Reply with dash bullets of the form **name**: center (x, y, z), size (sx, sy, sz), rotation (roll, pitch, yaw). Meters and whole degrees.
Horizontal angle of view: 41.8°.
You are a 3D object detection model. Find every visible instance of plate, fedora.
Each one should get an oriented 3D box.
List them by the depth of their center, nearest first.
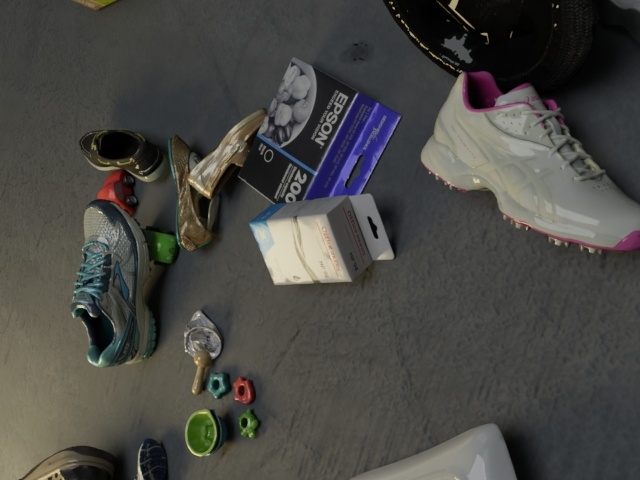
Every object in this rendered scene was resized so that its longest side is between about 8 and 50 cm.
- **fedora**: center (0.207, -0.320, 0.950), size (0.152, 0.334, 0.334), rotation (-47, 48, -15)
- **plate**: center (0.133, 0.380, 0.959), size (0.277, 0.045, 0.277), rotation (-36, 59, 43)

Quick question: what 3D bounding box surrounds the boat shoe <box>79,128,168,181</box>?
- **boat shoe**: center (-0.365, -0.167, 1.501), size (0.228, 0.068, 0.081), rotation (18, 69, 39)

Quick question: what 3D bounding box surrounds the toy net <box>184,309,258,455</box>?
- **toy net**: center (-0.169, 0.207, 1.287), size (0.122, 0.045, 0.232), rotation (-33, 61, 32)

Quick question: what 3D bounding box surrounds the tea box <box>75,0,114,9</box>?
- **tea box**: center (-0.399, -0.654, 1.539), size (0.324, 0.220, 0.328), rotation (-8, 76, 39)

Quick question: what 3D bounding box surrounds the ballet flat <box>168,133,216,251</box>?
- **ballet flat**: center (-0.205, -0.083, 1.373), size (0.067, 0.073, 0.206), rotation (-13, 74, 10)

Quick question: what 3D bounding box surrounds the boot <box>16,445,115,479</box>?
- **boot**: center (-0.476, 0.543, 1.386), size (0.377, 0.138, 0.284), rotation (-36, 42, 22)

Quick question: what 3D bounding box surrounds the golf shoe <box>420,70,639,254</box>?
- **golf shoe**: center (0.240, -0.092, 0.930), size (0.306, 0.115, 0.140), rotation (34, 123, 38)

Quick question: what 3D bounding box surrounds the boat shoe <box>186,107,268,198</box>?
- **boat shoe**: center (-0.132, -0.134, 1.317), size (0.170, 0.063, 0.059), rotation (-44, 84, 11)

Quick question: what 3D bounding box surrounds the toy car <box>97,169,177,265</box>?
- **toy car**: center (-0.337, -0.005, 1.467), size (0.225, 0.053, 0.238), rotation (11, 89, 42)

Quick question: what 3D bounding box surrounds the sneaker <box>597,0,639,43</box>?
- **sneaker**: center (0.350, -0.268, 0.937), size (0.061, 0.053, 0.152), rotation (-30, 46, -4)

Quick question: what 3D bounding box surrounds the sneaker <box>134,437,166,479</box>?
- **sneaker**: center (-0.282, 0.388, 1.346), size (0.058, 0.052, 0.135), rotation (-22, 67, 40)

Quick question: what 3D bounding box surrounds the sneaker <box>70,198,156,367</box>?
- **sneaker**: center (-0.348, 0.073, 1.370), size (0.110, 0.122, 0.282), rotation (-7, 96, 35)

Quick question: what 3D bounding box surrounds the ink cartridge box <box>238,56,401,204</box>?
- **ink cartridge box**: center (-0.009, -0.135, 1.218), size (0.208, 0.045, 0.206), rotation (36, 105, 37)

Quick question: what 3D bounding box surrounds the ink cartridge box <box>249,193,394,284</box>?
- **ink cartridge box**: center (0.000, 0.000, 1.142), size (0.180, 0.060, 0.104), rotation (-5, 114, 41)
